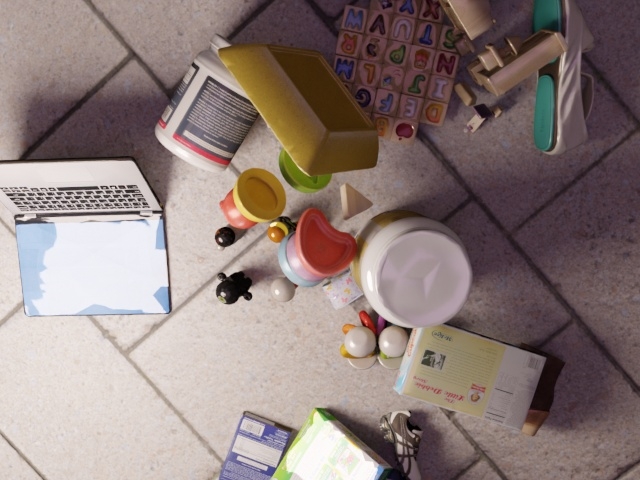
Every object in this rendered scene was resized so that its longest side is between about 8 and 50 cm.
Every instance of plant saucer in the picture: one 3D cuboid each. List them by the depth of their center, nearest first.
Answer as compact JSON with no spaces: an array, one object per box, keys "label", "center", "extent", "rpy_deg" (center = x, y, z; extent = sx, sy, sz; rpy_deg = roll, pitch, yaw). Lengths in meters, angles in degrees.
[{"label":"plant saucer","center":[-0.019,-0.300,1.739],"extent":[0.081,0.332,0.333],"rpy_deg":[-42,77,28]},{"label":"plant saucer","center":[0.137,-0.340,1.920],"extent":[0.191,0.018,0.067],"rpy_deg":[3,100,2]}]

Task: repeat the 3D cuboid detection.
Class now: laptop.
[{"label":"laptop","center":[-0.580,0.003,1.926],"extent":[0.381,0.408,0.237],"rpy_deg":[-2,66,4]}]

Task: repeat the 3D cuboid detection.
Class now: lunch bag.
[{"label":"lunch bag","center":[0.054,0.119,1.989],"extent":[0.083,0.053,0.071],"rpy_deg":[-34,98,-2]}]

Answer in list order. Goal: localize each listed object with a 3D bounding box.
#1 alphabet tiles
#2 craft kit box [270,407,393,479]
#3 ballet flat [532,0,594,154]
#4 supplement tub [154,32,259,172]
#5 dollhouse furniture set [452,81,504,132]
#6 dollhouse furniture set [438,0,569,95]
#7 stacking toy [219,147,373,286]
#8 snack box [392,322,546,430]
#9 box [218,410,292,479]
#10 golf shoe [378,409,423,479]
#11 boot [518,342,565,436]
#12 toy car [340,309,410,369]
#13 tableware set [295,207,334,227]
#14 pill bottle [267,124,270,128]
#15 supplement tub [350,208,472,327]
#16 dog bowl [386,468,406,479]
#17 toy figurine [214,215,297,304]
[{"label":"alphabet tiles","center":[0.171,-0.402,1.882],"extent":[0.285,0.011,0.343],"rpy_deg":[12,105,1]},{"label":"craft kit box","center":[0.017,0.585,2.001],"extent":[0.246,0.061,0.250],"rpy_deg":[35,98,30]},{"label":"ballet flat","center":[0.554,-0.395,1.839],"extent":[0.139,0.139,0.401],"rpy_deg":[-2,104,4]},{"label":"supplement tub","center":[-0.238,-0.311,1.861],"extent":[0.191,0.191,0.272],"rpy_deg":[33,101,-2]},{"label":"dollhouse furniture set","center":[0.353,-0.314,1.914],"extent":[0.114,0.091,0.081],"rpy_deg":[57,142,15]},{"label":"dollhouse furniture set","center":[0.338,-0.504,1.689],"extent":[0.173,0.303,0.356],"rpy_deg":[-33,106,8]},{"label":"stacking toy","center":[-0.054,-0.062,1.828],"extent":[0.309,0.279,0.130],"rpy_deg":[45,141,-10]},{"label":"snack box","center":[0.348,0.309,1.895],"extent":[0.321,0.060,0.187],"rpy_deg":[19,91,-12]},{"label":"box","center":[-0.174,0.564,2.091],"extent":[0.136,0.036,0.225],"rpy_deg":[21,100,0]},{"label":"golf shoe","center":[0.223,0.518,2.036],"extent":[0.093,0.077,0.198],"rpy_deg":[-24,99,7]},{"label":"boot","center":[0.457,0.346,2.001],"extent":[0.248,0.090,0.207],"rpy_deg":[20,89,1]},{"label":"toy car","center":[0.138,0.233,1.972],"extent":[0.181,0.159,0.136],"rpy_deg":[-1,64,4]},{"label":"tableware set","center":[0.000,0.000,1.988],"extent":[0.154,0.024,0.104],"rpy_deg":[37,104,-4]},{"label":"pill bottle","center":[-0.025,-0.264,1.900],"extent":[0.184,0.103,0.103],"rpy_deg":[30,101,-1]},{"label":"supplement tub","center":[0.198,0.060,1.813],"extent":[0.240,0.331,0.241],"rpy_deg":[-1,97,-4]},{"label":"dog bowl","center":[0.147,0.714,2.062],"extent":[0.264,0.104,0.265],"rpy_deg":[1,101,4]},{"label":"toy figurine","center":[-0.149,0.045,1.929],"extent":[0.212,0.148,0.210],"rpy_deg":[-1,100,13]}]
